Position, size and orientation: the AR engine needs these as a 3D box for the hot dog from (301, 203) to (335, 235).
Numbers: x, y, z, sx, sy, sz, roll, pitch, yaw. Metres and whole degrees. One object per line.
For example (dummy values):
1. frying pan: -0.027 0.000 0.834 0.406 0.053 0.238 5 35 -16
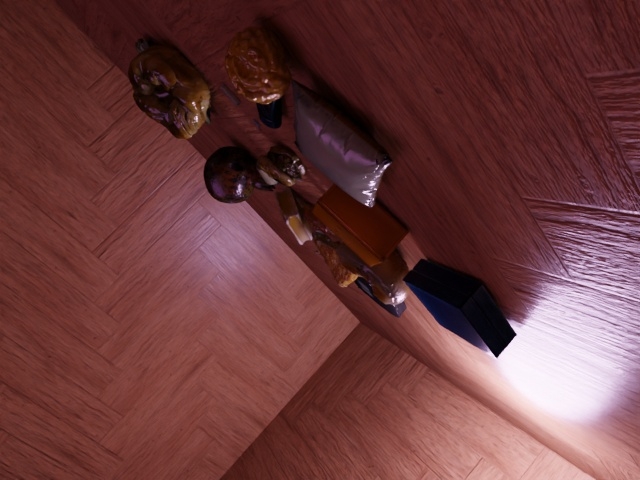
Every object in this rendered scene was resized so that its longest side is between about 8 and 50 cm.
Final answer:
1. hot dog: -0.008 -0.087 2.285 0.250 0.076 0.104 32 166 40

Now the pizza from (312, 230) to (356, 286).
1. pizza: 0.073 0.053 2.299 0.287 0.075 0.280 49 148 9

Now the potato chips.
1. potato chips: -0.619 -0.680 2.222 0.358 0.070 0.429 38 169 31

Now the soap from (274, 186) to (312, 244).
1. soap: -0.123 -0.114 2.437 0.274 0.089 0.173 59 -170 -63

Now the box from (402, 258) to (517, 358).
1. box: 0.435 0.207 1.626 0.261 0.116 0.279 47 169 -29

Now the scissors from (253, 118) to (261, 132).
1. scissors: -0.234 -0.427 1.936 0.036 0.006 0.083 43 171 16

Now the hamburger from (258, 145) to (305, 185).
1. hamburger: -0.142 -0.270 1.926 0.185 0.113 0.177 43 169 8

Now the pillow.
1. pillow: 0.044 -0.233 1.312 0.310 0.119 0.312 45 169 12

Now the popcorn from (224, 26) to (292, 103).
1. popcorn: -0.141 -0.409 1.216 0.180 0.180 0.170 45 148 -10

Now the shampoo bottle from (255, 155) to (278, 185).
1. shampoo bottle: -0.217 -0.291 2.237 0.079 0.079 0.162 37 169 31

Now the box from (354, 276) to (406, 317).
1. box: 0.236 0.187 2.432 0.359 0.091 0.350 35 167 41

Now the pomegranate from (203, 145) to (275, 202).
1. pomegranate: -0.378 -0.298 2.456 0.341 0.284 0.285 9 162 11

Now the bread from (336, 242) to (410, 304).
1. bread: 0.209 0.088 1.869 0.314 0.171 0.192 42 168 5

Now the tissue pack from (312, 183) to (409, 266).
1. tissue pack: 0.123 -0.062 1.660 0.274 0.145 0.194 44 169 0

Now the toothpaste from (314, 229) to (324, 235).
1. toothpaste: 0.000 0.000 2.717 0.096 0.061 0.266 41 176 10

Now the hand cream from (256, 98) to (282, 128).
1. hand cream: -0.152 -0.428 1.495 0.120 0.061 0.270 46 164 13

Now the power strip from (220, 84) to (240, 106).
1. power strip: -0.325 -0.523 1.860 0.090 0.016 0.040 46 171 -11

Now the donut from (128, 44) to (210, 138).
1. donut: -0.594 -0.579 2.037 0.360 0.170 0.360 25 146 18
